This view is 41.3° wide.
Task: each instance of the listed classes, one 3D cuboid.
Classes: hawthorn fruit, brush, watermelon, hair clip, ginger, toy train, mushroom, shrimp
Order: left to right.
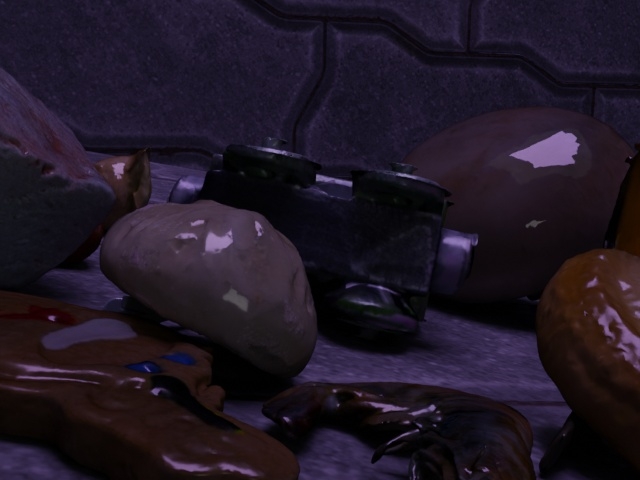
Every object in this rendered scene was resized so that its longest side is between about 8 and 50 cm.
[{"bbox_3d":[-0.305,-0.059,0.720,0.258,0.228,0.387,17,-5,-26],"label":"watermelon"},{"bbox_3d":[-0.271,-0.021,0.893,0.093,0.093,0.093,11,7,-1],"label":"hawthorn fruit"},{"bbox_3d":[-0.289,-0.063,1.171,0.123,0.115,0.193,-6,-1,-9],"label":"ginger"},{"bbox_3d":[-0.132,0.058,0.728,0.039,0.030,0.115,16,8,41],"label":"hair clip"},{"bbox_3d":[0.000,0.000,0.892,0.307,0.173,0.249,11,-2,1],"label":"toy train"},{"bbox_3d":[0.041,0.118,0.473,0.169,0.058,0.296,5,3,8],"label":"shrimp"},{"bbox_3d":[0.263,-0.023,1.170,0.362,0.294,0.362,-17,19,6],"label":"mushroom"},{"bbox_3d":[0.193,0.138,0.624,0.027,0.034,0.190,32,13,21],"label":"brush"}]

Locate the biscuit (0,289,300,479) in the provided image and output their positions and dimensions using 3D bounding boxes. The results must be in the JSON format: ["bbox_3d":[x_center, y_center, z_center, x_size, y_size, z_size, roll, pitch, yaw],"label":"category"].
[{"bbox_3d":[-0.134,0.081,0.508,0.183,0.047,0.320,3,12,-38],"label":"biscuit"}]

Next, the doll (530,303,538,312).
[{"bbox_3d":[0.340,0.096,1.081,0.143,0.057,0.099,8,26,11],"label":"doll"}]

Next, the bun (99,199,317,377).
[{"bbox_3d":[-0.072,0.024,0.636,0.183,0.102,0.183,31,-9,5],"label":"bun"}]

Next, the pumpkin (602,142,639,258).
[{"bbox_3d":[0.399,0.036,0.817,0.225,0.256,0.303,18,49,5],"label":"pumpkin"}]

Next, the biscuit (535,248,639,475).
[{"bbox_3d":[0.295,0.096,0.586,0.274,0.091,0.213,13,33,-4],"label":"biscuit"}]
